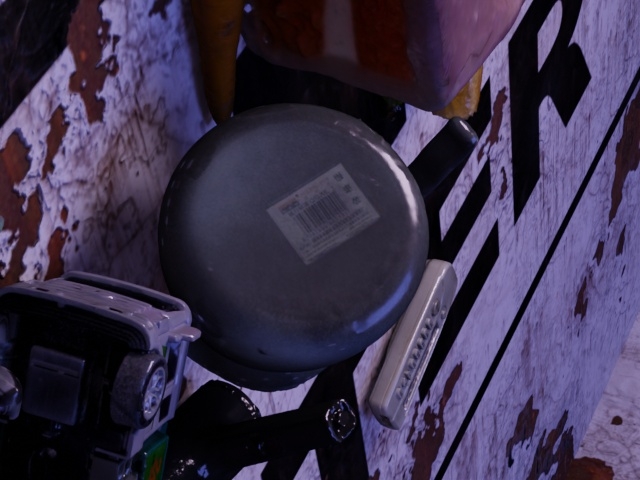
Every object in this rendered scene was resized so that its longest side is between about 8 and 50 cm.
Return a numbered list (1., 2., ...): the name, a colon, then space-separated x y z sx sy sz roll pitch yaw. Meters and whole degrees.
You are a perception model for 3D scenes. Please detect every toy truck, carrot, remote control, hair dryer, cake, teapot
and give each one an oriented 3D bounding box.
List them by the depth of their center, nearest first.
1. toy truck: -0.200 0.202 1.300 0.178 0.176 0.363 -41 143 -69
2. carrot: -0.090 -0.198 1.437 0.061 0.061 0.256 -54 161 -42
3. cake: 0.056 -0.310 1.453 0.230 0.237 0.309 -54 150 -42
4. teapot: -0.023 -0.007 1.468 0.305 0.223 0.285 -64 -179 -21
5. hair dryer: -0.073 0.189 1.519 0.197 0.251 0.089 -40 104 -51
6. remote control: 0.120 0.134 2.184 0.090 0.049 0.230 65 45 -61

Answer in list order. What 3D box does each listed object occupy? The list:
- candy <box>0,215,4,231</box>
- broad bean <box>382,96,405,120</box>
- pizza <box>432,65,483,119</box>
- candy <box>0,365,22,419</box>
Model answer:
1. candy: -0.279 0.004 0.964 0.398 0.172 0.263 -68 166 -50
2. broad bean: 0.094 -0.262 1.847 0.060 0.043 0.297 -71 168 -63
3. pizza: 0.158 -0.270 1.906 0.229 0.081 0.289 36 58 -79
4. candy: -0.294 0.123 1.109 0.051 0.094 0.226 -41 170 37
